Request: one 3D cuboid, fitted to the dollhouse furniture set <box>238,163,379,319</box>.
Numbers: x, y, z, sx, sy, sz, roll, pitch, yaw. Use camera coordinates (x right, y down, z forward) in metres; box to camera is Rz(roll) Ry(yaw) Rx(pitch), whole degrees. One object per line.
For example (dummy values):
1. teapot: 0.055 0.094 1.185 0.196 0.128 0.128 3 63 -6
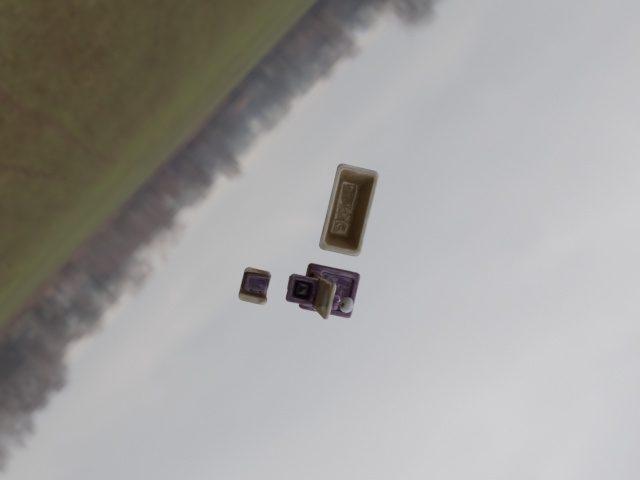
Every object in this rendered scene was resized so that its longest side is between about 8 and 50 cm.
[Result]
1. dollhouse furniture set: 0.000 0.000 1.214 0.081 0.091 0.114 -149 -108 -76
